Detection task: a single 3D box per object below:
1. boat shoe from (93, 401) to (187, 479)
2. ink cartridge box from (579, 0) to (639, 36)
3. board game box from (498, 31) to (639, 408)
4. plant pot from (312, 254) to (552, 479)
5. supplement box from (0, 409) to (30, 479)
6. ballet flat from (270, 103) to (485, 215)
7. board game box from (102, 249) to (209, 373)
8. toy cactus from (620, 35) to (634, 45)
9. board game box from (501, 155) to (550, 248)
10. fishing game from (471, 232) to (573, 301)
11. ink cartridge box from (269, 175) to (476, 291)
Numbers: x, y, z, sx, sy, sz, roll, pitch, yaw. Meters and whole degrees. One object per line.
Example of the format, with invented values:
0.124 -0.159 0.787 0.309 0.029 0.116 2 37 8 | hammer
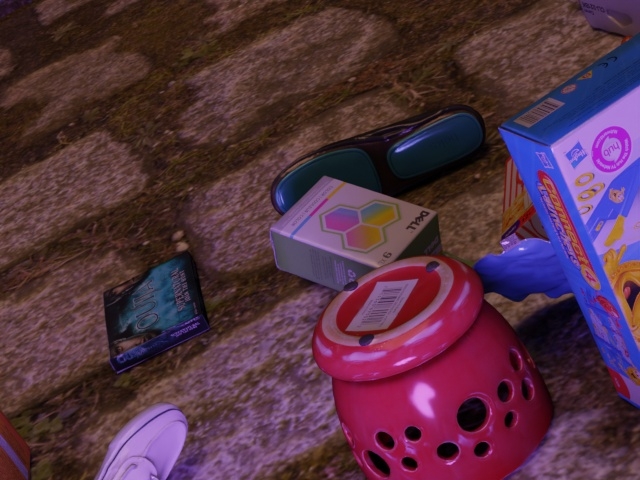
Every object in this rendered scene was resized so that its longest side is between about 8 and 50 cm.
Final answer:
-0.190 0.263 1.733 0.075 0.083 0.226 13 57 38 | boat shoe
0.478 -0.377 2.213 0.273 0.114 0.197 -34 26 -12 | ink cartridge box
0.349 -0.047 1.504 0.308 0.302 0.086 -34 26 -12 | board game box
0.099 0.121 1.590 0.191 0.174 0.191 -20 28 11 | plant pot
-0.365 0.276 1.865 0.078 0.080 0.233 -28 27 4 | supplement box
0.070 -0.094 2.129 0.280 0.095 0.096 -18 15 -4 | ballet flat
-0.205 0.086 2.122 0.126 0.026 0.186 -26 25 2 | board game box
0.433 -0.186 1.937 0.219 0.112 0.180 -30 34 -25 | toy cactus
0.262 -0.076 1.877 0.147 0.045 0.193 -47 15 27 | board game box
0.222 0.019 1.670 0.264 0.189 0.041 -13 70 20 | fishing game
0.061 0.008 1.882 0.209 0.062 0.109 20 48 30 | ink cartridge box
